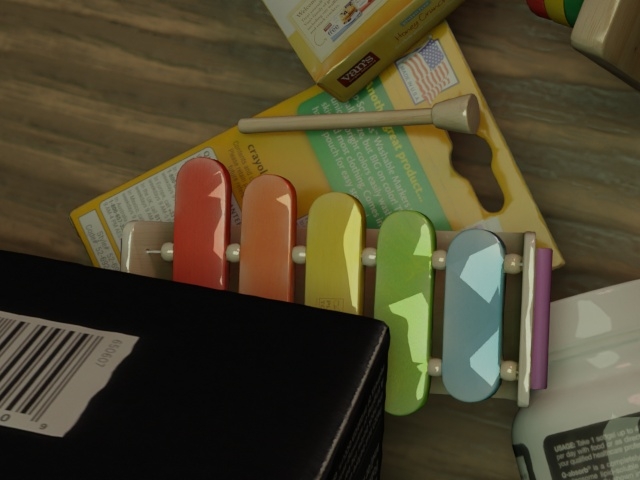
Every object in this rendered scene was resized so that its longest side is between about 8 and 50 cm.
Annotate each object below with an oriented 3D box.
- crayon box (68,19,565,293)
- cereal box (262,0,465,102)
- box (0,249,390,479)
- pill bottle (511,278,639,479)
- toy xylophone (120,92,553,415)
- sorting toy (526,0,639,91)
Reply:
[{"bbox_3d":[0.000,0.000,1.294,0.323,0.083,0.203,-26,83,12],"label":"crayon box"},{"bbox_3d":[0.018,-0.242,1.264,0.173,0.047,0.240,-39,57,14],"label":"cereal box"},{"bbox_3d":[-0.224,0.274,1.140,0.480,0.297,0.472,10,119,13],"label":"box"},{"bbox_3d":[0.223,0.173,1.194,0.162,0.162,0.278,-16,82,12],"label":"pill bottle"},{"bbox_3d":[0.009,0.018,1.192,0.323,0.081,0.236,-7,86,22],"label":"toy xylophone"},{"bbox_3d":[0.239,-0.231,1.165,0.089,0.255,0.257,24,94,28],"label":"sorting toy"}]
